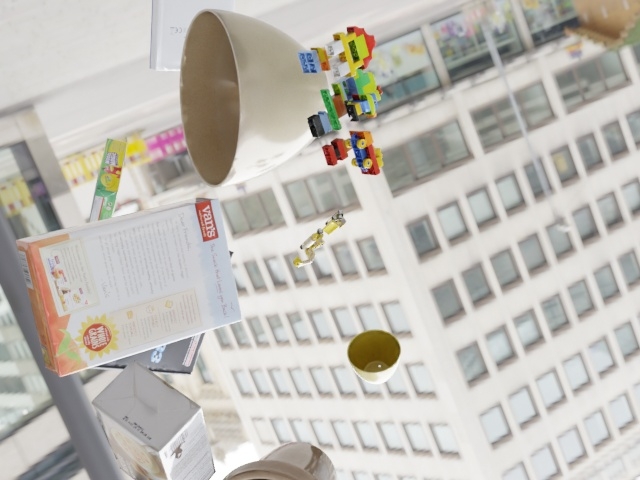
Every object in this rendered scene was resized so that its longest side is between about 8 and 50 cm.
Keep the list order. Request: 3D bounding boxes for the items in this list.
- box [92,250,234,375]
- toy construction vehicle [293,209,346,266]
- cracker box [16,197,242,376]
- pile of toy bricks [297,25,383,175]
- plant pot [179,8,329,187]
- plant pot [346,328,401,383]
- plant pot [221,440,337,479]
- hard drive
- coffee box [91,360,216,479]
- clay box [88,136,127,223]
[{"bbox_3d":[-0.342,0.128,1.924,0.073,0.295,0.293,23,-177,39],"label":"box"},{"bbox_3d":[0.000,0.000,1.570,0.086,0.035,0.098,-42,180,40],"label":"toy construction vehicle"},{"bbox_3d":[-0.219,0.048,1.083,0.232,0.155,0.067,-15,-169,-29],"label":"cracker box"},{"bbox_3d":[0.049,-0.209,1.344,0.105,0.212,0.118,-34,-151,-33],"label":"pile of toy bricks"},{"bbox_3d":[-0.097,-0.234,1.523,0.191,0.284,0.284,-5,-179,-26],"label":"plant pot"},{"bbox_3d":[0.136,0.303,2.301,0.134,0.095,0.134,-4,-134,5],"label":"plant pot"},{"bbox_3d":[-0.067,0.512,1.797,0.263,0.263,0.229,-19,-170,20],"label":"plant pot"},{"bbox_3d":[-0.297,-0.562,2.180,0.210,0.318,0.040,-7,-160,-37],"label":"hard drive"},{"bbox_3d":[-0.259,0.316,1.472,0.098,0.141,0.246,-47,156,-28],"label":"coffee box"},{"bbox_3d":[-0.482,-0.134,2.102,0.053,0.127,0.222,11,-142,-14],"label":"clay box"}]
